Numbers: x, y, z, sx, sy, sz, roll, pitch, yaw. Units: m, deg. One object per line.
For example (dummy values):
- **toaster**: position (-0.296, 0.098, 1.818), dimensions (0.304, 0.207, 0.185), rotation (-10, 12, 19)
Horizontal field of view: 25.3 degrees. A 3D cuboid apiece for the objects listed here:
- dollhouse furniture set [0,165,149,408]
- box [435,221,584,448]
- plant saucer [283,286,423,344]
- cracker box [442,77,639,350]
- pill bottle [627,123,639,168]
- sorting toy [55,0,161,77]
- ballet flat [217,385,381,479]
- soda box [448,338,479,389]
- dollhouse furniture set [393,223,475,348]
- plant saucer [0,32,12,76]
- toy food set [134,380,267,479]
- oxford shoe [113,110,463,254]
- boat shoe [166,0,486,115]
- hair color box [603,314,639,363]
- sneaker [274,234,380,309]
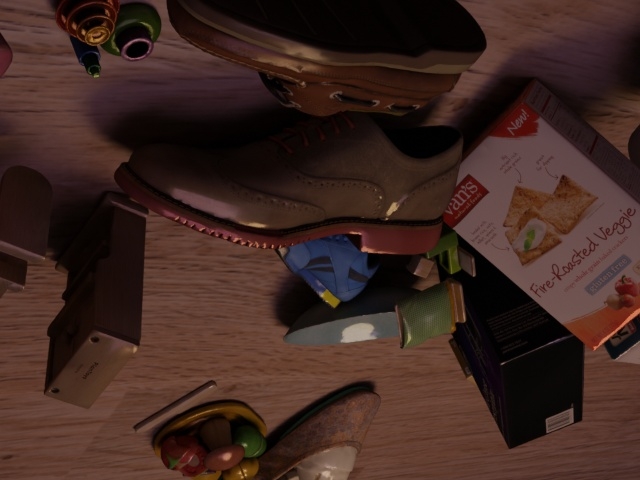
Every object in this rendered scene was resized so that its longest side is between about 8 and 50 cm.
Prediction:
- **dollhouse furniture set**: position (-0.279, 0.018, 1.203), dimensions (0.242, 0.161, 0.212), rotation (23, 129, -25)
- **box**: position (0.211, 0.096, 1.593), dimensions (0.103, 0.184, 0.261), rotation (-21, 150, -2)
- **plant saucer**: position (0.053, 0.079, 1.558), dimensions (0.195, 0.037, 0.195), rotation (-7, 169, -1)
- **cracker box**: position (0.238, -0.023, 1.390), dimensions (0.155, 0.232, 0.067), rotation (-47, -176, 34)
- **pill bottle**: position (0.430, -0.167, 1.331), dimensions (0.182, 0.181, 0.323), rotation (-2, 144, -34)
- **sorting toy**: position (-0.158, -0.151, 1.066), dimensions (0.061, 0.042, 0.102), rotation (-36, 149, 20)
- **ballet flat**: position (-0.033, 0.310, 1.837), dimensions (0.316, 0.106, 0.107), rotation (-37, 148, 21)
- **soda box**: position (0.258, 0.115, 1.784), dimensions (0.181, 0.058, 0.061), rotation (-30, 150, 11)
- **dollhouse furniture set**: position (0.117, 0.049, 1.432), dimensions (0.076, 0.058, 0.151), rotation (-23, 123, -22)
- **plant saucer**: position (-0.356, -0.065, 0.893), dimensions (0.332, 0.084, 0.332), rotation (-30, -174, 4)
- **toy food set**: position (-0.130, 0.259, 1.719), dimensions (0.128, 0.071, 0.218), rotation (-28, 150, 6)
- **oxford shoe**: position (-0.019, -0.071, 1.258), dimensions (0.348, 0.123, 0.130), rotation (1, 119, -41)
- **boat shoe**: position (-0.001, -0.145, 1.121), dimensions (0.307, 0.110, 0.104), rotation (5, 138, -41)
- **hair color box**: position (0.510, 0.021, 1.768), dimensions (0.174, 0.105, 0.347), rotation (12, 134, -46)
- **sneaker**: position (0.000, 0.000, 1.408), dimensions (0.082, 0.069, 0.209), rotation (-38, 150, 6)
